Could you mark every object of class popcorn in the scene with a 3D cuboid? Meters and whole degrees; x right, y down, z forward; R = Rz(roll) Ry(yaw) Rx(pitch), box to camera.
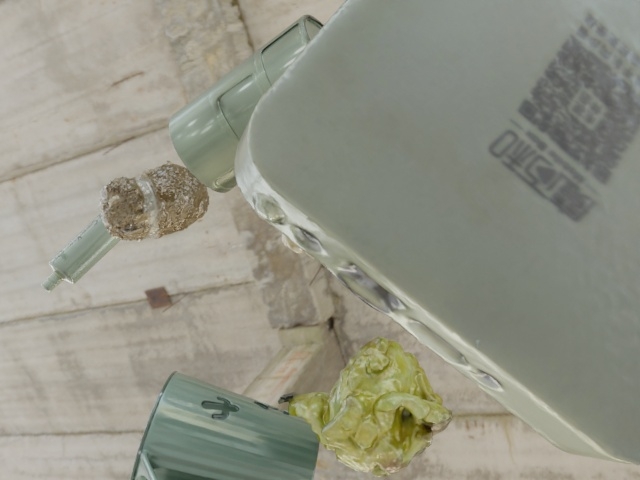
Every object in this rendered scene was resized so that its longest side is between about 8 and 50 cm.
[{"bbox_3d":[0.110,0.328,1.150,0.293,0.293,0.237,-43,-113,30],"label":"popcorn"}]

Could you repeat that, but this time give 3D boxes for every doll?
[{"bbox_3d":[-0.241,-0.064,0.925,0.115,0.221,0.105,34,-51,24],"label":"doll"}]

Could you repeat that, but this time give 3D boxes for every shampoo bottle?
[{"bbox_3d":[-0.599,0.027,1.494,0.085,0.262,0.085,33,-23,16],"label":"shampoo bottle"}]

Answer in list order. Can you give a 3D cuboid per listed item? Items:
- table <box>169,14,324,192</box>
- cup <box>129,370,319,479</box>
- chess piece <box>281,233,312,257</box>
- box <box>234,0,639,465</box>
[{"bbox_3d":[-0.069,-0.167,0.742,0.220,0.126,0.126,-28,-84,24],"label":"table"},{"bbox_3d":[-0.226,0.522,1.310,0.392,0.401,0.310,15,-52,-2],"label":"cup"},{"bbox_3d":[0.000,0.000,1.409,0.397,0.117,0.117,14,-59,61],"label":"chess piece"},{"bbox_3d":[0.172,-0.076,0.453,0.367,0.373,0.090,38,-16,-3],"label":"box"}]
